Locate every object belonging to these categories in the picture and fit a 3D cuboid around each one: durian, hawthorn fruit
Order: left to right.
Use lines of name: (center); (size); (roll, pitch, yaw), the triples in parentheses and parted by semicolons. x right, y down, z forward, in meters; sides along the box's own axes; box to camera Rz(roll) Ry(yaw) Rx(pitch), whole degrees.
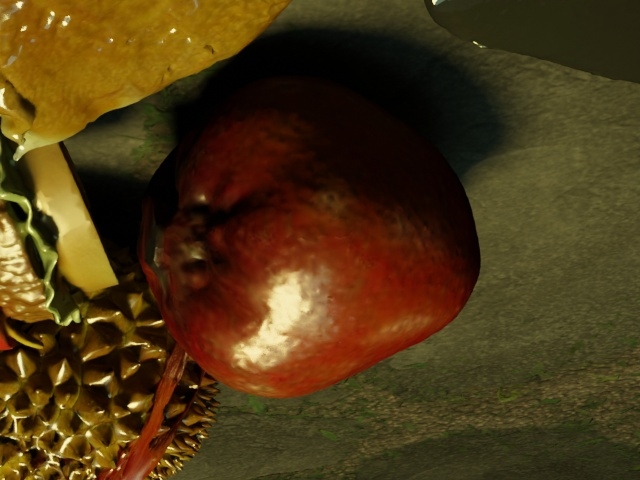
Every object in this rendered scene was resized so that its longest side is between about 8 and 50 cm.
durian: (-0.276, 0.131, 1.184); (0.384, 0.348, 0.347); (9, 149, -39)
hawthorn fruit: (-0.007, -0.001, 1.040); (0.311, 0.295, 0.295); (-1, 150, -8)

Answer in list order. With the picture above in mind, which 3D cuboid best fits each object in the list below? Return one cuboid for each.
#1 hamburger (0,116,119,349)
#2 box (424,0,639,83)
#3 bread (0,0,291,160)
hamburger: (-0.298, -0.030, 0.920); (0.212, 0.274, 0.274); (-23, 152, -10)
box: (0.265, -0.248, 0.724); (0.359, 0.091, 0.350); (9, 128, -20)
bread: (-0.156, -0.230, 0.638); (0.250, 0.225, 0.279); (-31, 142, 2)
